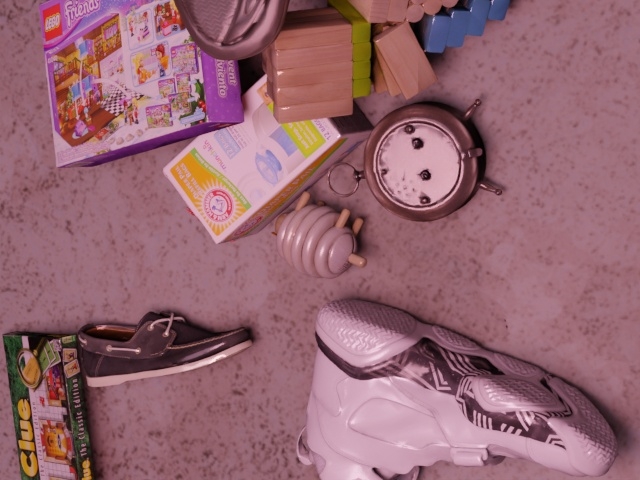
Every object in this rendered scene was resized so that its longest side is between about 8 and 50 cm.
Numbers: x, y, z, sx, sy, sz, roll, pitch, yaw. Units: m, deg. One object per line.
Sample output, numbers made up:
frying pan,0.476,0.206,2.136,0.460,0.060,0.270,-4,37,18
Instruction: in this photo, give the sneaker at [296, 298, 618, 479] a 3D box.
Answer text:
sneaker,0.135,0.220,1.644,0.366,0.137,0.210,24,107,24

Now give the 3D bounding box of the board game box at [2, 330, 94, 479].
board game box,-0.338,0.245,1.885,0.136,0.030,0.259,-1,97,49

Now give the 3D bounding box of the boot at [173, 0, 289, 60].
boot,-0.068,-0.366,1.555,0.138,0.284,0.377,-11,89,15

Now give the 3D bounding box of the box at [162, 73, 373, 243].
box,-0.059,-0.101,1.697,0.203,0.103,0.114,-39,81,23

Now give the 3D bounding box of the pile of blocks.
pile of blocks,0.088,-0.253,1.598,0.362,0.112,0.149,-30,125,-2

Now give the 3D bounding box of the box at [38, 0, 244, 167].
box,-0.209,-0.204,1.707,0.293,0.057,0.200,-10,85,46

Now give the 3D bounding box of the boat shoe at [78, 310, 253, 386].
boat shoe,-0.190,0.123,1.798,0.233,0.084,0.079,-9,94,27

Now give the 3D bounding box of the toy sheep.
toy sheep,0.000,0.000,1.697,0.132,0.091,0.091,24,107,38

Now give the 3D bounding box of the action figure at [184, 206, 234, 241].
action figure,-0.137,-0.044,1.783,0.038,0.030,0.115,-43,82,18

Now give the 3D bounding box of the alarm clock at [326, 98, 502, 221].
alarm clock,0.094,-0.082,1.649,0.192,0.064,0.129,-12,95,22
